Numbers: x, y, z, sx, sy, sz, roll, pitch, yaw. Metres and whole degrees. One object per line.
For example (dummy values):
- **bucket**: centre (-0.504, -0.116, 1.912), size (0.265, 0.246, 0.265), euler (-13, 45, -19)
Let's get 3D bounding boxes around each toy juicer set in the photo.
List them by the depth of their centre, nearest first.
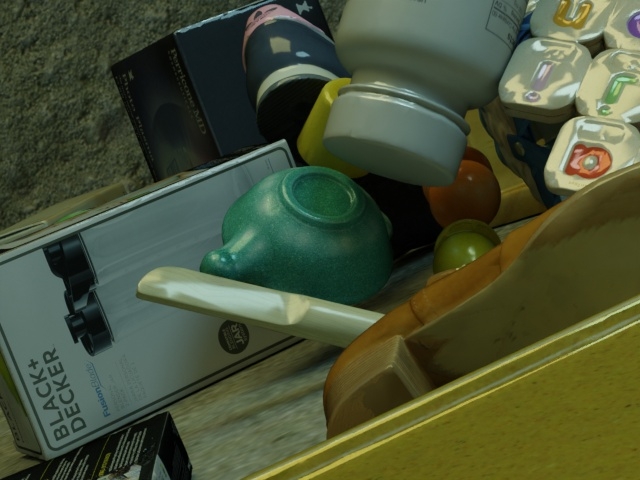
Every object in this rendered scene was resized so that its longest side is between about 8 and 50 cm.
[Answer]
- **toy juicer set**: centre (0.024, 0.014, 1.166), size (0.329, 0.209, 0.089), euler (-51, -16, -48)

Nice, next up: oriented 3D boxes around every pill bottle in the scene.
- **pill bottle**: centre (0.083, -0.163, 1.144), size (0.131, 0.229, 0.131), euler (17, -9, 3)

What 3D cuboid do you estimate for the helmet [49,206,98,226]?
- **helmet**: centre (-0.219, 0.043, 1.559), size (0.169, 0.169, 0.161), euler (-19, -9, 19)

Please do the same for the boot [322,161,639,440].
- **boot**: centre (0.129, 0.022, 0.803), size (0.295, 0.104, 0.211), euler (-30, 4, 10)

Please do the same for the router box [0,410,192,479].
- **router box**: centre (-0.144, 0.158, 0.883), size (0.133, 0.046, 0.179), euler (-22, 6, 0)

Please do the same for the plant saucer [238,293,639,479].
- **plant saucer**: centre (0.092, 0.095, 0.508), size (0.333, 0.081, 0.333), euler (-23, 7, -14)

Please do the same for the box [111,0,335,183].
- **box**: centre (-0.083, -0.112, 1.777), size (0.183, 0.296, 0.294), euler (-24, 7, -21)

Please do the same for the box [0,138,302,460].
- **box**: centre (-0.137, 0.045, 1.266), size (0.290, 0.169, 0.087), euler (-23, 9, -24)

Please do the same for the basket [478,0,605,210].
- **basket**: centre (0.263, -0.126, 1.220), size (0.255, 0.201, 0.289), euler (-28, 16, -11)

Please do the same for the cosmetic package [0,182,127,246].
- **cosmetic package**: centre (-0.307, 0.037, 1.895), size (0.113, 0.160, 0.309), euler (-19, 8, 13)

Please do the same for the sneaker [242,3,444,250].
- **sneaker**: centre (0.034, -0.105, 1.423), size (0.112, 0.131, 0.319), euler (-28, -37, 13)

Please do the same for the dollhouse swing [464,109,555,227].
- **dollhouse swing**: centre (0.232, -0.232, 1.513), size (0.305, 0.346, 0.315), euler (-21, 6, 8)

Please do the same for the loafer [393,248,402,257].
- **loafer**: centre (0.000, 0.000, 1.515), size (0.094, 0.087, 0.251), euler (-15, 9, 44)

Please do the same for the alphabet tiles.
- **alphabet tiles**: centre (0.278, -0.118, 1.085), size (0.284, 0.021, 0.278), euler (13, 54, 21)
